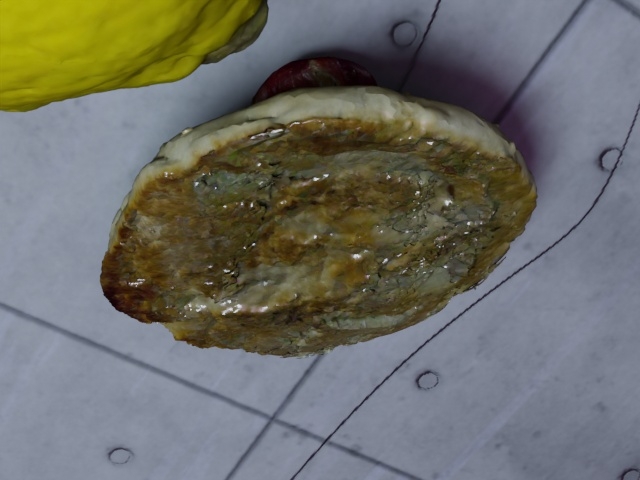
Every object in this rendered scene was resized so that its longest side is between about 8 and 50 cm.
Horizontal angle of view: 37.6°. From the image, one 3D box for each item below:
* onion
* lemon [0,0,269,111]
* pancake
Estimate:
[{"bbox_3d":[-0.006,-0.098,0.728,0.107,0.097,0.107,-26,157,-12],"label":"onion"},{"bbox_3d":[-0.176,-0.233,0.489,0.387,0.350,0.350,37,110,-19],"label":"lemon"},{"bbox_3d":[0.000,0.002,0.738,0.356,0.065,0.356,-5,146,-3],"label":"pancake"}]
